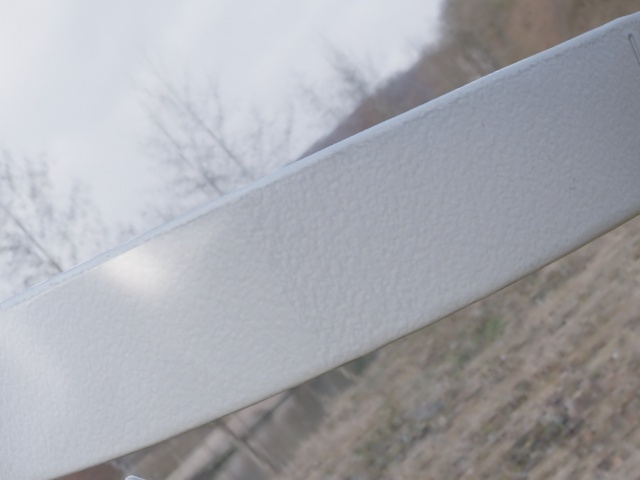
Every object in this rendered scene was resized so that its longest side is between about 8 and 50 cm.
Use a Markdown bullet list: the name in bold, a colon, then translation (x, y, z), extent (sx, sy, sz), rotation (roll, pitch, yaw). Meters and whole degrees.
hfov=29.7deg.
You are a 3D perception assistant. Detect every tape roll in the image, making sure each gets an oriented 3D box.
- **tape roll**: translation (0.000, 0.000, 0.579), extent (0.392, 0.072, 0.392), rotation (-24, 2, 1)

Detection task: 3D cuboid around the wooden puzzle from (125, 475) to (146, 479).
- **wooden puzzle**: translation (-0.104, 0.362, 1.180), extent (0.044, 0.221, 0.238), rotation (-17, -65, -57)
